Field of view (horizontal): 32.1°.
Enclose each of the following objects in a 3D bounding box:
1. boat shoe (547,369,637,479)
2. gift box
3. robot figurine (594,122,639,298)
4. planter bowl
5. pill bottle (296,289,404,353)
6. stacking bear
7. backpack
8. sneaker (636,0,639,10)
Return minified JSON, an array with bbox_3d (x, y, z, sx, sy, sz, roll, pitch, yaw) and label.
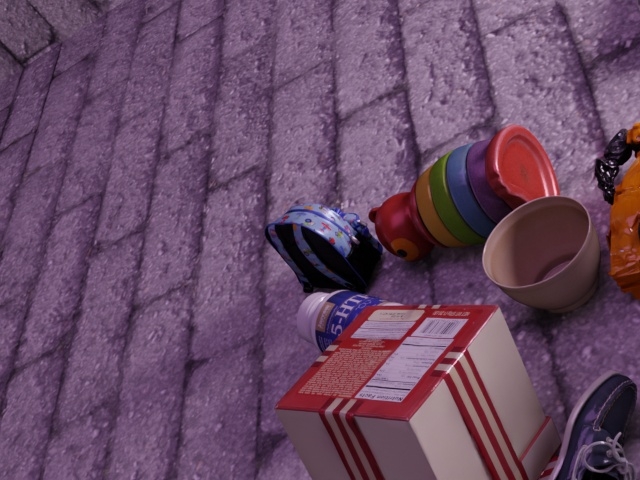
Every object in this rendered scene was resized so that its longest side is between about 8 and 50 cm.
[{"bbox_3d":[0.317,0.271,1.298,0.079,0.095,0.254,10,61,52],"label":"boat shoe"},{"bbox_3d":[0.147,0.234,1.379,0.255,0.258,0.276,1,33,48],"label":"gift box"},{"bbox_3d":[0.478,-0.064,1.521,0.211,0.085,0.291,-15,43,34],"label":"robot figurine"},{"bbox_3d":[0.322,0.033,1.546,0.162,0.109,0.162,-26,36,21],"label":"planter bowl"},{"bbox_3d":[0.051,0.135,1.702,0.186,0.112,0.112,11,60,50],"label":"pill bottle"},{"bbox_3d":[0.208,-0.053,1.726,0.289,0.175,0.164,-25,38,36],"label":"stacking bear"},{"bbox_3d":[0.000,0.000,1.849,0.158,0.173,0.117,-1,51,46],"label":"backpack"},{"bbox_3d":[0.559,-0.420,1.827,0.091,0.094,0.258,-19,41,24],"label":"sneaker"}]
